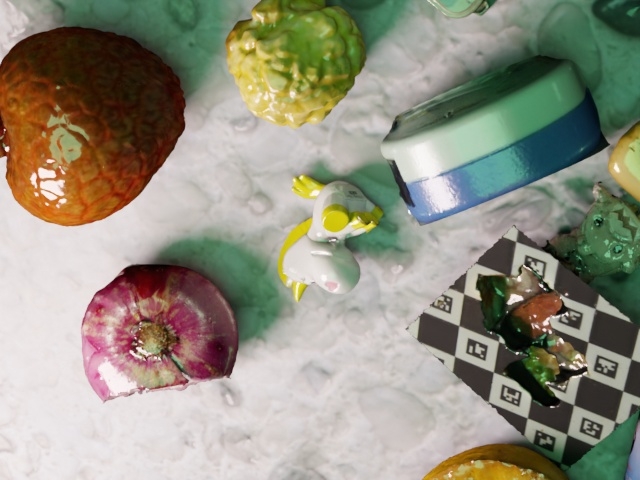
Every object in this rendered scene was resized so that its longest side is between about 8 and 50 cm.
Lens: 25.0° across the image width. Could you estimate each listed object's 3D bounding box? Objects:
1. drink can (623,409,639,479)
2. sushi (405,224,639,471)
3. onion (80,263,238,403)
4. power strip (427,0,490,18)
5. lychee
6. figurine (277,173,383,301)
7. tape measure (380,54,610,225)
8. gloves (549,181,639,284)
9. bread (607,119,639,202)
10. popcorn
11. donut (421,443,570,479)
[{"bbox_3d":[0.451,0.303,1.902,0.097,0.097,0.235,10,109,8],"label":"drink can"},{"bbox_3d":[0.296,0.130,1.868,0.292,0.059,0.294,41,137,1],"label":"sushi"},{"bbox_3d":[-0.220,0.120,1.940,0.207,0.200,0.200,-8,105,26],"label":"onion"},{"bbox_3d":[0.098,-0.377,1.789,0.286,0.048,0.080,42,111,-5],"label":"power strip"},{"bbox_3d":[-0.321,-0.144,1.842,0.300,0.255,0.255,-5,106,-2],"label":"lychee"},{"bbox_3d":[0.005,0.005,1.910,0.130,0.109,0.178,28,113,30],"label":"figurine"},{"bbox_3d":[0.201,-0.123,1.745,0.259,0.262,0.138,-24,91,16],"label":"tape measure"},{"bbox_3d":[0.358,0.004,1.833,0.110,0.094,0.144,41,118,9],"label":"gloves"},{"bbox_3d":[0.448,-0.091,1.785,0.173,0.085,0.134,40,101,-4],"label":"bread"},{"bbox_3d":[-0.029,-0.231,1.806,0.180,0.170,0.180,-12,136,-12],"label":"popcorn"},{"bbox_3d":[0.236,0.398,1.962,0.278,0.108,0.277,4,110,11],"label":"donut"}]
